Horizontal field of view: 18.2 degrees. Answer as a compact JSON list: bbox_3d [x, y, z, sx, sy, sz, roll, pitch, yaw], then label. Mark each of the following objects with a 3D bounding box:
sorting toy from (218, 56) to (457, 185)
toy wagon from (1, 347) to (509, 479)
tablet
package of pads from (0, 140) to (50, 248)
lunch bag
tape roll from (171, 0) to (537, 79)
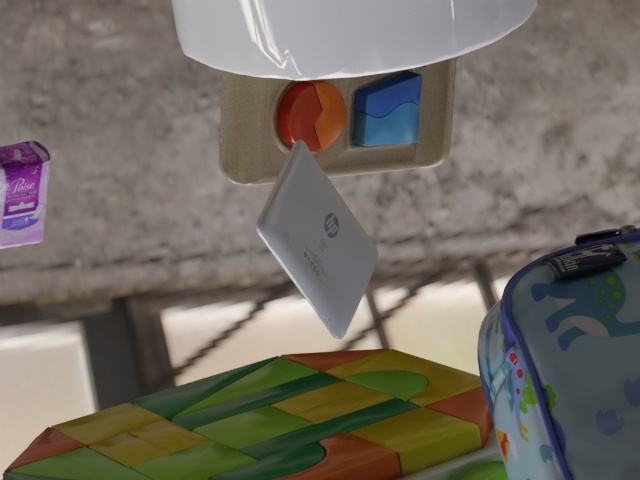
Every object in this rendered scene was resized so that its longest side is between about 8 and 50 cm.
[{"bbox_3d":[0.026,-0.202,1.712,0.229,0.041,0.307,-6,107,-31],"label":"sorting toy"},{"bbox_3d":[-0.061,0.136,1.020,0.344,0.267,0.068,-15,105,-30],"label":"toy wagon"},{"bbox_3d":[0.000,0.000,0.908,0.006,0.054,0.083,0,141,34],"label":"tablet"},{"bbox_3d":[-0.235,-0.033,1.530,0.050,0.032,0.083,-13,131,-31],"label":"package of pads"},{"bbox_3d":[0.176,0.098,0.899,0.176,0.219,0.090,-9,159,-13],"label":"lunch bag"},{"bbox_3d":[0.023,-0.218,1.526,0.286,0.286,0.100,-11,115,-6],"label":"tape roll"}]
